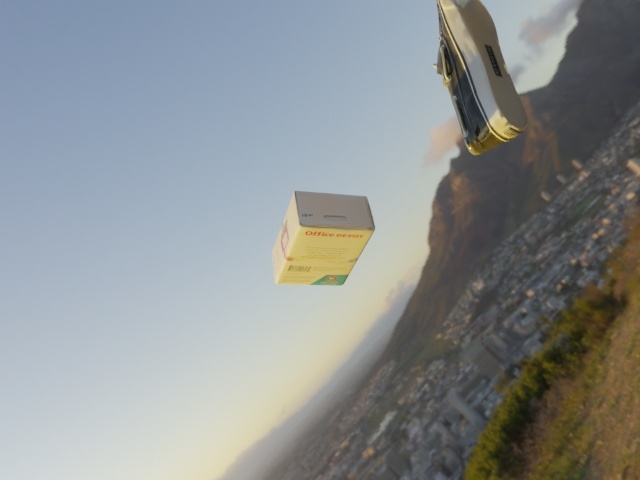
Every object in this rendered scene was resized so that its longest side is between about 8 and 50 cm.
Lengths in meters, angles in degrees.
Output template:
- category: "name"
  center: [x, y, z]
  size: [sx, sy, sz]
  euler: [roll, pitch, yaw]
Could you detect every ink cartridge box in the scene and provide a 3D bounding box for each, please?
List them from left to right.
- category: "ink cartridge box"
  center: [0.000, 0.000, 0.738]
  size: [0.089, 0.052, 0.122]
  euler: [3, -35, -18]

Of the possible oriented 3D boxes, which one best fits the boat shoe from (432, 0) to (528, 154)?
- category: "boat shoe"
  center: [0.161, -0.203, 0.714]
  size: [0.078, 0.219, 0.070]
  euler: [6, -26, -41]
